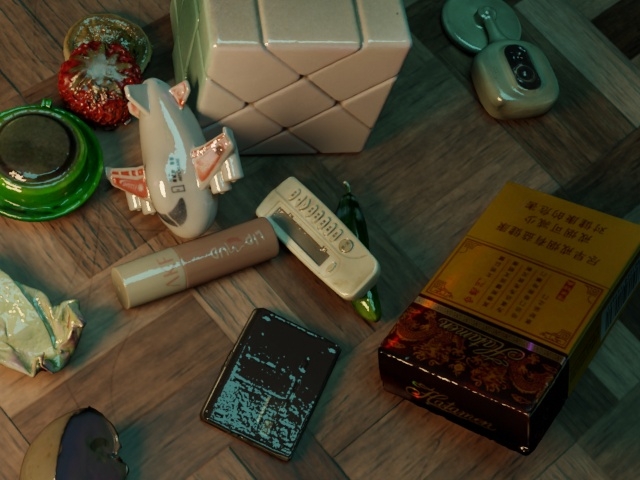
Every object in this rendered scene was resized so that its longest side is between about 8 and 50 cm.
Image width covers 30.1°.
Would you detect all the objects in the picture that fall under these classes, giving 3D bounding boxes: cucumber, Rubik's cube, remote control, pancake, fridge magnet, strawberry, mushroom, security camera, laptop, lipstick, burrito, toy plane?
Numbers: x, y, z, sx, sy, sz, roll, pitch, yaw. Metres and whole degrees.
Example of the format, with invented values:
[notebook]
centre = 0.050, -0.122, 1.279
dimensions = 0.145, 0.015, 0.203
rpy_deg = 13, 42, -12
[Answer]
[cucumber]
centre = 0.055, 0.019, 1.913
dimensions = 0.056, 0.056, 0.250
rpy_deg = -2, 64, -16
[Rubik's cube]
centre = -0.063, -0.347, 1.924
dimensions = 0.318, 0.322, 0.316
rpy_deg = -2, 62, -15
[remote control]
centre = 0.000, 0.000, 1.879
dimensions = 0.090, 0.049, 0.230
rpy_deg = -45, 65, 0
[pancake]
centre = -0.357, -0.322, 2.003
dimensions = 0.151, 0.025, 0.152
rpy_deg = 6, 60, -10
[fridge magnet]
centre = -0.440, -0.124, 1.835
dimensions = 0.208, 0.088, 0.208
rpy_deg = 5, 62, -10
[strawberry]
centre = -0.354, -0.254, 1.918
dimensions = 0.145, 0.086, 0.145
rpy_deg = 4, 72, -12
[mushroom]
centre = -0.344, 0.321, 1.608
dimensions = 0.117, 0.141, 0.188
rpy_deg = -8, 53, 19
[security camera]
centre = 0.327, -0.354, 2.177
dimensions = 0.157, 0.080, 0.302
rpy_deg = -10, 63, -19
[laptop]
centre = -0.073, 0.211, 1.788
dimensions = 0.154, 0.026, 0.207
rpy_deg = 27, 59, 0
[lipstick]
centre = -0.191, 0.033, 1.828
dimensions = 0.254, 0.070, 0.070
rpy_deg = -20, 69, -24
[burrito]
centre = -0.458, 0.114, 1.706
dimensions = 0.228, 0.089, 0.144
rpy_deg = 25, 73, 0
[toy plane]
centre = -0.226, -0.125, 1.811
dimensions = 0.252, 0.252, 0.118
rpy_deg = 49, 31, 13

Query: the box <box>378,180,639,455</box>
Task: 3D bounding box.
[box]
centre = 0.302, 0.108, 1.839
dimensions = 0.264, 0.116, 0.415
rpy_deg = 22, 55, 27
